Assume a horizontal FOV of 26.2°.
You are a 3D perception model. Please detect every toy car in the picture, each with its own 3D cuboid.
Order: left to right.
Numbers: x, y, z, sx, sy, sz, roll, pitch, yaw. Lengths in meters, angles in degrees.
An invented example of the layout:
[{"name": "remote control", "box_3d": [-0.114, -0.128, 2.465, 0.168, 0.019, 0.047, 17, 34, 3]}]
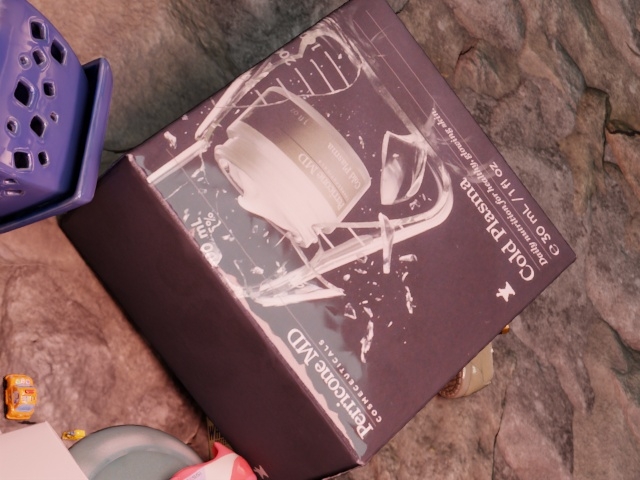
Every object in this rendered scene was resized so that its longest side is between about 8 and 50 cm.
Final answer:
[{"name": "toy car", "box_3d": [-0.344, 0.208, 1.740, 0.122, 0.040, 0.060, 27, 59, -32]}]

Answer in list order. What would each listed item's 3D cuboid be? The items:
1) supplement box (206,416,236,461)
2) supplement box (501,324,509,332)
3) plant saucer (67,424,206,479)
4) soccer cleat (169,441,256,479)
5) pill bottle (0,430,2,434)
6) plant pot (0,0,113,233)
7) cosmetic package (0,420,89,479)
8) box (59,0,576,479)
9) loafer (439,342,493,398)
[{"name": "supplement box", "box_3d": [-0.108, 0.274, 1.918, 0.083, 0.056, 0.083, 6, 72, -40]}, {"name": "supplement box", "box_3d": [0.195, 0.105, 2.155, 0.081, 0.188, 0.104, 58, 24, -78]}, {"name": "plant saucer", "box_3d": [-0.227, 0.393, 1.782, 0.317, 0.043, 0.318, 16, 65, -37]}, {"name": "soccer cleat", "box_3d": [-0.186, 0.349, 1.764, 0.248, 0.083, 0.095, -30, 65, -38]}, {"name": "pill bottle", "box_3d": [-0.461, 0.271, 1.567, 0.193, 0.108, 0.108, -20, 89, -44]}, {"name": "plant pot", "box_3d": [-0.397, -0.140, 1.690, 0.212, 0.236, 0.236, 27, 59, -41]}, {"name": "cosmetic package", "box_3d": [-0.426, 0.350, 1.447, 0.365, 0.155, 0.197, -13, 128, -35]}, {"name": "box", "box_3d": [0.000, 0.000, 1.859, 0.472, 0.297, 0.480, -40, 94, -31]}, {"name": "loafer", "box_3d": [0.235, 0.128, 2.253, 0.092, 0.102, 0.269, 13, 77, -40]}]
